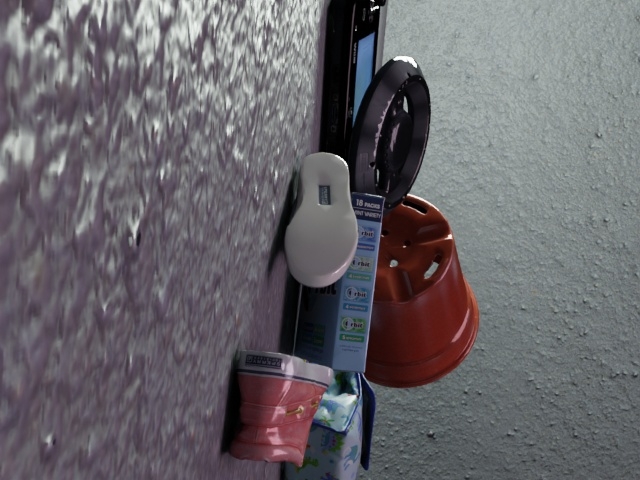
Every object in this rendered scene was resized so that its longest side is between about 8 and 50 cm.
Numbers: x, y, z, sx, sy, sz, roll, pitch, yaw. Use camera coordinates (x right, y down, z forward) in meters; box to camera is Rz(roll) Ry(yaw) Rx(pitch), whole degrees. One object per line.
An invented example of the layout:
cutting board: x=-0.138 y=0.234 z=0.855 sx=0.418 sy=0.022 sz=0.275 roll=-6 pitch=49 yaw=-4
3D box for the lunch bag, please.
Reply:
lunch bag: x=0.017 y=0.238 z=1.001 sx=0.151 sy=0.096 sz=0.129 roll=-53 pitch=150 yaw=-63

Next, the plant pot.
plant pot: x=0.127 y=0.073 z=1.347 sx=0.265 sy=0.272 sz=0.272 roll=71 pitch=24 yaw=-58

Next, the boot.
boot: x=0.000 y=0.000 z=0.787 sx=0.190 sy=0.069 sz=0.086 roll=-81 pitch=179 yaw=-51

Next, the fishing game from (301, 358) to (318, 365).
fishing game: x=-0.004 y=0.183 z=1.122 sx=0.264 sy=0.041 sz=0.189 roll=60 pitch=35 yaw=-67

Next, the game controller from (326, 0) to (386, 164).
game controller: x=0.043 y=-0.188 z=1.083 sx=0.166 sy=0.067 sz=0.319 roll=-72 pitch=166 yaw=-67

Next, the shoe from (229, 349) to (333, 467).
shoe: x=-0.032 y=0.137 z=0.649 sx=0.178 sy=0.063 sz=0.081 roll=53 pitch=44 yaw=-74

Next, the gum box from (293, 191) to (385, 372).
gum box: x=0.018 y=0.047 z=0.900 sx=0.157 sy=0.041 sz=0.184 roll=169 pitch=-72 yaw=-74

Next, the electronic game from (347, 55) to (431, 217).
electronic game: x=0.097 y=-0.140 z=1.117 sx=0.229 sy=0.048 sz=0.229 roll=-43 pitch=141 yaw=-49
